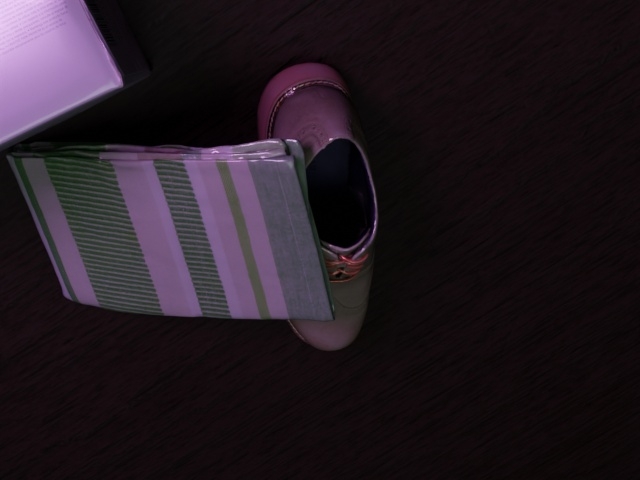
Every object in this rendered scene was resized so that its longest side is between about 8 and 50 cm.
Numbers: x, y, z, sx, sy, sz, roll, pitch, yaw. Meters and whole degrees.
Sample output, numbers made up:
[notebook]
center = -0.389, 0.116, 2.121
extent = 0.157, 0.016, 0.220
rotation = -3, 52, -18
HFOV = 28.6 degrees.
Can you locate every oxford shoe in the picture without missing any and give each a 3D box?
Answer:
[oxford shoe]
center = 0.000, 0.000, 1.439
extent = 0.140, 0.146, 0.397
rotation = -16, 131, -8

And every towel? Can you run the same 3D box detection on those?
[towel]
center = -0.159, -0.010, 1.375
extent = 0.325, 0.038, 0.248
rotation = 1, 131, 15

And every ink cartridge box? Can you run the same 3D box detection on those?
[ink cartridge box]
center = -0.333, -0.145, 1.209
extent = 0.309, 0.272, 0.130
rotation = -26, 99, 3
